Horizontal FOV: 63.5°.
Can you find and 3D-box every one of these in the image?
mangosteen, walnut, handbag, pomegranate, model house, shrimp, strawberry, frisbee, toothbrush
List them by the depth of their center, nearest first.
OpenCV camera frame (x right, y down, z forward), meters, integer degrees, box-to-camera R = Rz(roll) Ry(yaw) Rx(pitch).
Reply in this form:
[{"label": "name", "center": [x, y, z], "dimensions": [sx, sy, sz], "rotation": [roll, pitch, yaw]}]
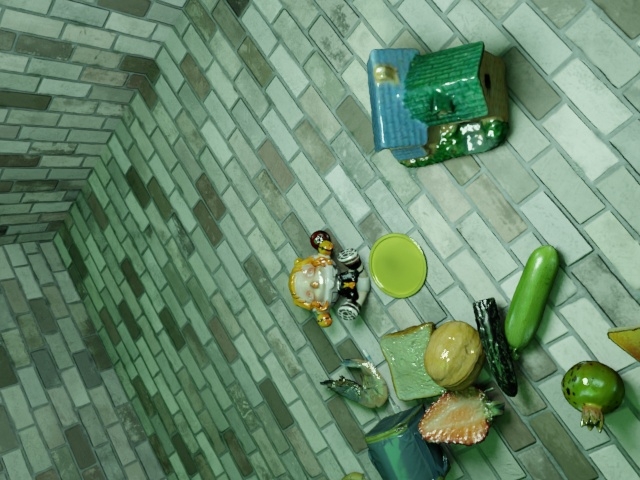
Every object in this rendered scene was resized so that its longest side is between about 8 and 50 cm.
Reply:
[{"label": "pomegranate", "center": [0.754, 0.429, 1.436], "dimensions": [0.159, 0.205, 0.159], "rotation": [15, 137, 14]}, {"label": "model house", "center": [0.328, -0.405, 1.541], "dimensions": [0.382, 0.343, 0.334], "rotation": [-4, 93, 37]}, {"label": "walnut", "center": [0.429, 0.365, 1.648], "dimensions": [0.193, 0.225, 0.193], "rotation": [28, 151, 17]}, {"label": "strawberry", "center": [0.458, 0.572, 1.688], "dimensions": [0.286, 0.106, 0.188], "rotation": [-22, 70, 7]}, {"label": "handbag", "center": [0.295, 0.726, 1.768], "dimensions": [0.222, 0.263, 0.241], "rotation": [-32, 76, 29]}, {"label": "frisbee", "center": [0.274, 0.089, 1.850], "dimensions": [0.236, 0.017, 0.236], "rotation": [6, 100, 36]}, {"label": "toothbrush", "center": [0.231, 0.531, 1.941], "dimensions": [0.025, 0.019, 0.275], "rotation": [-36, 75, 30]}, {"label": "shrimp", "center": [0.127, 0.533, 1.976], "dimensions": [0.289, 0.075, 0.178], "rotation": [10, 98, 41]}, {"label": "mangosteen", "center": [0.000, -0.001, 2.008], "dimensions": [0.081, 0.081, 0.081], "rotation": [6, 100, 36]}]

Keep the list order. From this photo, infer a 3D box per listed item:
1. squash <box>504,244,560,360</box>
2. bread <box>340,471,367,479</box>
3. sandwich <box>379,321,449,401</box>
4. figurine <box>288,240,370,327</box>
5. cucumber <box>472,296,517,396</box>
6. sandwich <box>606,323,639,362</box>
[{"label": "squash", "center": [0.625, 0.190, 1.554], "dimensions": [0.101, 0.101, 0.378], "rotation": [24, 111, 32]}, {"label": "bread", "center": [0.131, 0.989, 2.050], "dimensions": [0.117, 0.064, 0.156], "rotation": [51, 123, 18]}, {"label": "sandwich", "center": [0.334, 0.428, 1.809], "dimensions": [0.226, 0.087, 0.251], "rotation": [-22, 83, 37]}, {"label": "figurine", "center": [0.016, 0.162, 1.944], "dimensions": [0.323, 0.196, 0.320], "rotation": [1, 87, 31]}, {"label": "cucumber", "center": [0.534, 0.326, 1.574], "dimensions": [0.072, 0.081, 0.303], "rotation": [-32, 66, 59]}, {"label": "sandwich", "center": [0.898, 0.300, 1.389], "dimensions": [0.193, 0.058, 0.162], "rotation": [-19, 86, 34]}]
